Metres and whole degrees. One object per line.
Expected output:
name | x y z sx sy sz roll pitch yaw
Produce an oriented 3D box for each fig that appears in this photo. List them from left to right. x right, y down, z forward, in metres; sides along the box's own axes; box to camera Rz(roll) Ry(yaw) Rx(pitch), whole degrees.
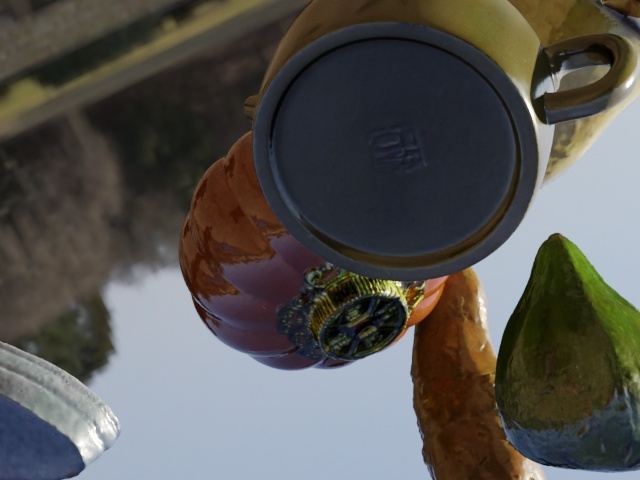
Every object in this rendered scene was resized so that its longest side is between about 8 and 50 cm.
fig | 0.174 0.072 1.151 0.123 0.156 0.123 1 172 0

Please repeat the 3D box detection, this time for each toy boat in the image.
toy boat | -0.329 0.154 1.670 0.283 0.127 0.078 17 -150 4

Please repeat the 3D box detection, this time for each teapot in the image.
teapot | 0.071 -0.093 1.134 0.267 0.185 0.175 -8 -151 15

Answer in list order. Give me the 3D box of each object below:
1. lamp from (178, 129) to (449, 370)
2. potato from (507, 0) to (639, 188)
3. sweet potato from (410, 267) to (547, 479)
lamp | 0.000 0.000 1.370 0.223 0.223 0.196 -26 -132 0
potato | 0.136 -0.140 1.544 0.242 0.285 0.242 -53 162 -27
sweet potato | 0.127 0.174 1.383 0.106 0.354 0.095 1 152 -38
